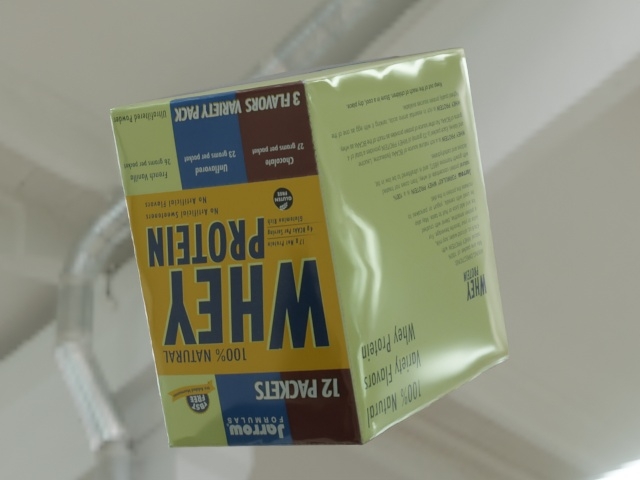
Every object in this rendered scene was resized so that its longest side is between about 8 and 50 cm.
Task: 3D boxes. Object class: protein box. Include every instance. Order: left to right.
[{"bbox_3d":[0.000,0.000,1.026,0.136,0.200,0.201,-5,-82,32],"label":"protein box"}]
